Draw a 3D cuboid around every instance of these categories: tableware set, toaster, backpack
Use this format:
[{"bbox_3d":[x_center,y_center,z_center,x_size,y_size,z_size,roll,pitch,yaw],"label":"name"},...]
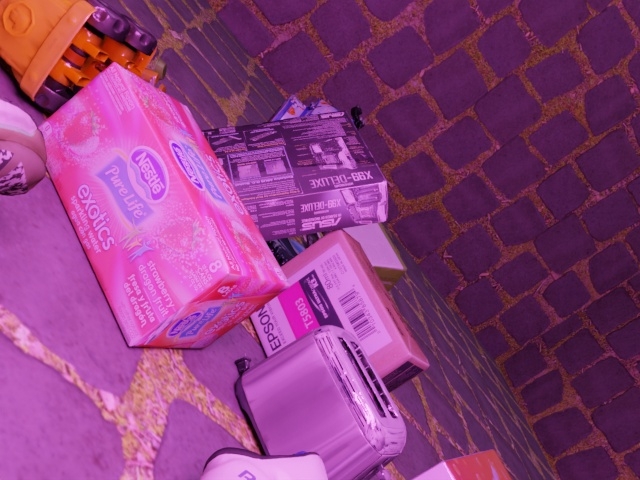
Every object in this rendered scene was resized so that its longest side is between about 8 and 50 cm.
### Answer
[{"bbox_3d":[-0.258,-0.191,0.967,0.024,0.154,0.104,15,38,-3],"label":"tableware set"},{"bbox_3d":[0.000,0.205,0.794,0.227,0.146,0.129,60,13,28],"label":"toaster"},{"bbox_3d":[-0.050,-0.178,1.420,0.213,0.276,0.263,26,29,-10],"label":"backpack"}]

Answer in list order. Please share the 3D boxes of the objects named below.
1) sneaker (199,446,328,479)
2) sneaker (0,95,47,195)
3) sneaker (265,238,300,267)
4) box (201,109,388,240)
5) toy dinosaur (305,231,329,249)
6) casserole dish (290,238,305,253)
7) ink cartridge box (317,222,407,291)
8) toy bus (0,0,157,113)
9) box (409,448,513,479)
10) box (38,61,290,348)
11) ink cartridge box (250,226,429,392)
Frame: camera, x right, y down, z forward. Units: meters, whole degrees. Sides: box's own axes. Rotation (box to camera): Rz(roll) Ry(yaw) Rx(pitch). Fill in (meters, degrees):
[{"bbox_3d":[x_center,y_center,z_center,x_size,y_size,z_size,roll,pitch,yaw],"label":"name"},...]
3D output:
[{"bbox_3d":[-0.004,0.293,0.585,0.315,0.127,0.182,49,15,-14],"label":"sneaker"},{"bbox_3d":[-0.294,0.006,0.381,0.410,0.158,0.182,-58,142,-79],"label":"sneaker"},{"bbox_3d":[-0.077,0.040,1.099,0.226,0.086,0.163,48,11,-29],"label":"sneaker"},{"bbox_3d":[-0.075,-0.100,1.000,0.242,0.308,0.076,-111,-166,-51],"label":"box"},{"bbox_3d":[0.000,0.000,1.519,0.118,0.064,0.268,63,20,-16],"label":"toy dinosaur"},{"bbox_3d":[-0.027,0.078,1.301,0.114,0.037,0.188,42,18,-45],"label":"casserole dish"},{"bbox_3d":[0.076,0.029,1.717,0.255,0.097,0.188,7,41,-35],"label":"ink cartridge box"},{"bbox_3d":[-0.355,-0.279,0.859,0.211,0.149,0.220,38,9,3],"label":"toy bus"},{"bbox_3d":[0.196,0.424,0.874,0.215,0.168,0.345,60,14,25],"label":"box"},{"bbox_3d":[-0.188,-0.036,0.758,0.300,0.142,0.154,59,14,21],"label":"box"},{"bbox_3d":[0.015,0.129,0.944,0.088,0.193,0.234,37,20,-56],"label":"ink cartridge box"}]
